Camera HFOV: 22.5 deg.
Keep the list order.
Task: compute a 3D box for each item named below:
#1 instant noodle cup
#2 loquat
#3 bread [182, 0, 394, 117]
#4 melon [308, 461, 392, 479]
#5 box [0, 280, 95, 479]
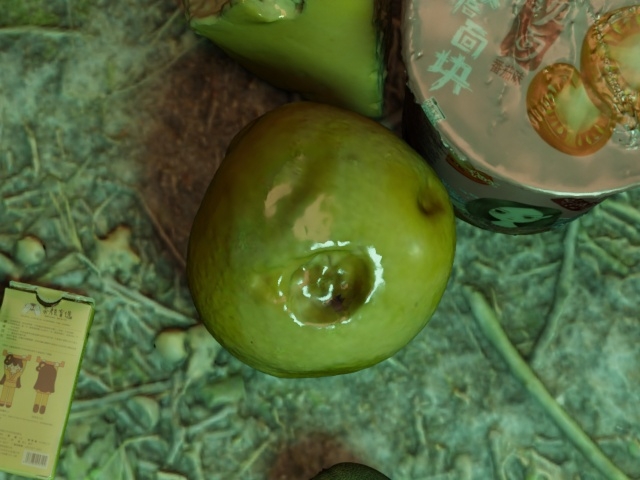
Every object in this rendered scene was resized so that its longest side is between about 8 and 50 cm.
[{"bbox_3d":[0.168,-0.119,1.237,0.243,0.231,0.243,1,76,-3],"label":"instant noodle cup"},{"bbox_3d":[0.000,0.005,1.216,0.213,0.213,0.213,1,76,-4],"label":"loquat"},{"bbox_3d":[-0.034,-0.236,1.268,0.211,0.224,0.183,14,70,7],"label":"bread"},{"bbox_3d":[0.031,0.230,1.210,0.098,0.098,0.130,-25,77,-10],"label":"melon"},{"bbox_3d":[-0.228,0.110,1.260,0.073,0.020,0.149,13,76,0],"label":"box"}]
